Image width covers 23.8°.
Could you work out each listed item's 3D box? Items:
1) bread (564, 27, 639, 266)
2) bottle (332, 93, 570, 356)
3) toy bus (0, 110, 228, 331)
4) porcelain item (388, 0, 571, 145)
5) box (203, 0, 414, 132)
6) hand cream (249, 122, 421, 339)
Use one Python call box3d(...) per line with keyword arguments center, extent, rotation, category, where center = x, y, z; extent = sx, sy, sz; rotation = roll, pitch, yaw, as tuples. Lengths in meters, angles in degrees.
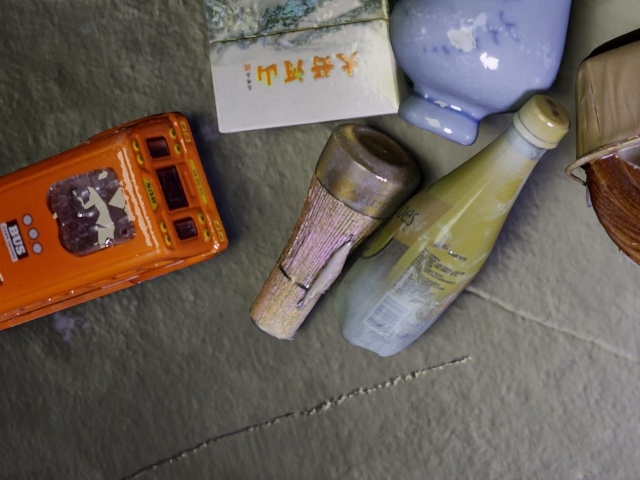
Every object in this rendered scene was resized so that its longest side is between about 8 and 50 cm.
box3d(center=(0.295, -0.063, 1.114), extent=(0.224, 0.142, 0.211), rotation=(-18, 73, 22), category="bread")
box3d(center=(0.105, -0.013, 1.202), extent=(0.083, 0.083, 0.269), rotation=(46, 125, 11), category="bottle")
box3d(center=(-0.259, 0.001, 1.339), extent=(0.329, 0.153, 0.143), rotation=(-18, 91, 23), category="toy bus")
box3d(center=(0.140, -0.201, 1.166), extent=(0.141, 0.141, 0.259), rotation=(26, 98, 17), category="porcelain item")
box3d(center=(-0.014, -0.225, 1.257), extent=(0.164, 0.069, 0.256), rotation=(-5, 95, 22), category="box")
box3d(center=(0.000, 0.000, 1.280), extent=(0.084, 0.084, 0.203), rotation=(40, 114, 13), category="hand cream")
